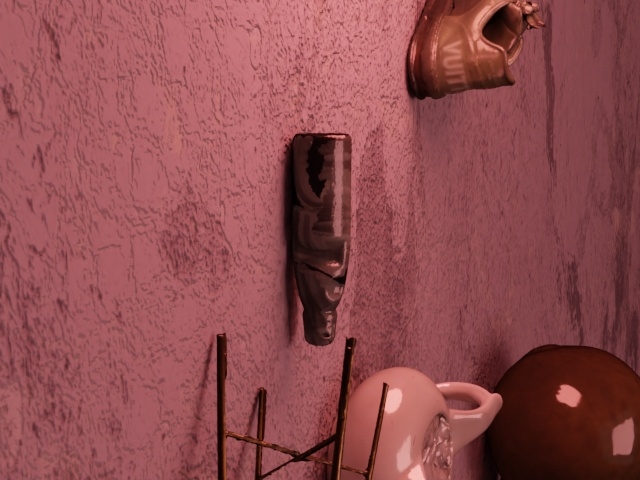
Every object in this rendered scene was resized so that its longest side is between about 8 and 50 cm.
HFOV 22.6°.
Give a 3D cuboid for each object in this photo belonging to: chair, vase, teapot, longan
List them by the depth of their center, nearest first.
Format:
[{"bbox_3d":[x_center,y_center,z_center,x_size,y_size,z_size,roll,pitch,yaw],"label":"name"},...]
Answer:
[{"bbox_3d":[-0.037,0.255,1.395,0.160,0.170,0.326,61,32,-57],"label":"chair"},{"bbox_3d":[0.000,0.000,1.581,0.060,0.060,0.211,-14,107,-68],"label":"vase"},{"bbox_3d":[0.095,0.235,1.749,0.298,0.139,0.204,-56,141,-52],"label":"teapot"},{"bbox_3d":[0.355,0.262,2.281,0.258,0.258,0.258,3,90,-69],"label":"longan"}]

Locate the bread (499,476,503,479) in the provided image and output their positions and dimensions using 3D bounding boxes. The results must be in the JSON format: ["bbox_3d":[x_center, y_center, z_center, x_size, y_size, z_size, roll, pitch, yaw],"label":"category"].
[{"bbox_3d":[0.270,0.422,2.316,0.192,0.067,0.119,-47,128,-61],"label":"bread"}]

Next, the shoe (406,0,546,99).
[{"bbox_3d":[0.210,-0.281,1.965,0.109,0.149,0.293,69,32,-44],"label":"shoe"}]
